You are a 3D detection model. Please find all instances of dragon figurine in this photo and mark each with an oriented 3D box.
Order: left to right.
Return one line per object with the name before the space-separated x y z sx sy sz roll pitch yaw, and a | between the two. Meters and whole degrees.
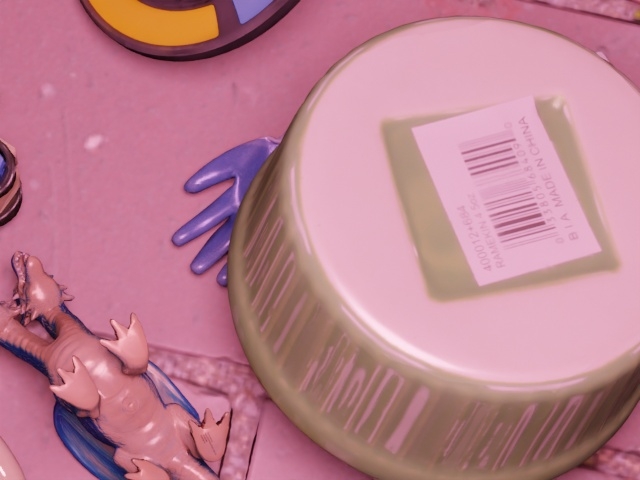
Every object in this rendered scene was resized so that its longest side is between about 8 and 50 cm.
dragon figurine | -0.129 0.120 1.309 0.085 0.144 0.289 -44 101 -13

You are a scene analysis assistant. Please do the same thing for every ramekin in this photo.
ramekin | 0.098 0.001 1.258 0.303 0.148 0.303 4 64 -9

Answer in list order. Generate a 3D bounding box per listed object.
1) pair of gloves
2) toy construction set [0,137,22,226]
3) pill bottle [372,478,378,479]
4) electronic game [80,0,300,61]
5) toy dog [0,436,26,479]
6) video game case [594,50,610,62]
pair of gloves | 0.000 0.000 1.365 0.159 0.023 0.198 -45 79 -2
toy construction set | -0.333 -0.043 1.317 0.215 0.151 0.327 34 88 6
pill bottle | 0.056 0.214 1.290 0.094 0.094 0.169 32 76 5
electronic game | -0.083 -0.237 1.372 0.229 0.048 0.229 -9 71 27
toy dog | -0.350 0.296 1.181 0.395 0.284 0.408 -2 66 -41
video game case | 0.169 -0.020 1.389 0.190 0.022 0.173 -30 79 -9
